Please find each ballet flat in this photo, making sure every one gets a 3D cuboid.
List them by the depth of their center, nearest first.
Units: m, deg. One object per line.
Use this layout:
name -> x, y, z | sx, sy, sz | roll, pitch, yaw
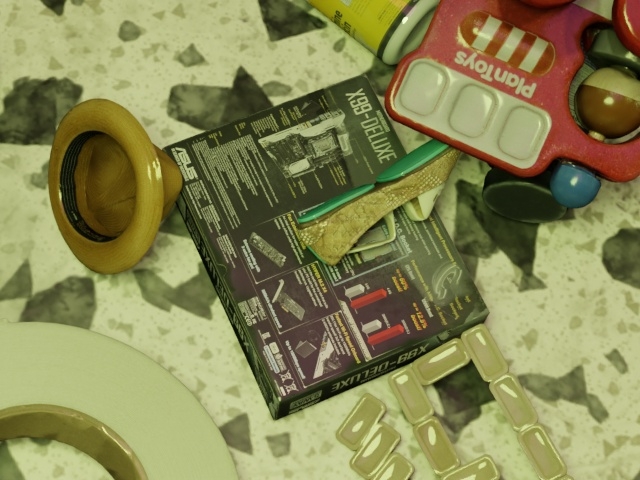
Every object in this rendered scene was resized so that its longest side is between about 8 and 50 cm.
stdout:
ballet flat -> 0.071, -0.038, 1.326 | 0.206, 0.073, 0.067 | -30, 102, -15

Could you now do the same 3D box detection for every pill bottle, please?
pill bottle -> 0.243, -0.136, 1.425 | 0.122, 0.123, 0.219 | 15, 68, 1
pill bottle -> 0.043, -0.292, 1.478 | 0.184, 0.103, 0.103 | 40, 70, 11

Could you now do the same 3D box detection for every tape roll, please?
tape roll -> -0.261, 0.258, 1.188 | 0.391, 0.072, 0.392 | 10, 58, -16

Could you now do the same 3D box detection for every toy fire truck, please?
toy fire truck -> 0.243, -0.175, 1.303 | 0.302, 0.169, 0.254 | 25, 91, -2

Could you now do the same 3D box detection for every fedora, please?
fedora -> -0.205, -0.058, 1.342 | 0.079, 0.194, 0.194 | -9, 65, -44

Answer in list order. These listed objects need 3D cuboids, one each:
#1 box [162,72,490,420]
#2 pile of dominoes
box -> 0.000, 0.000, 1.371 | 0.242, 0.076, 0.307 | -22, 72, -14
pile of dominoes -> 0.141, 0.238, 1.309 | 0.196, 0.040, 0.251 | -28, 70, 2
